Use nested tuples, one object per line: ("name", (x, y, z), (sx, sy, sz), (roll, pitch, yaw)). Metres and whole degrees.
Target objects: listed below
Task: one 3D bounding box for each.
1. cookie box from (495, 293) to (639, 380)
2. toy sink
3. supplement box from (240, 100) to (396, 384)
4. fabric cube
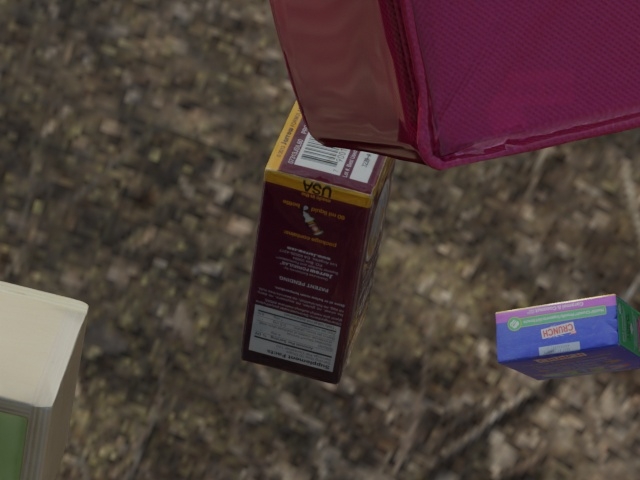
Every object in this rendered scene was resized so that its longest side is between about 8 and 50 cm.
("cookie box", (0.186, 0.072, 1.361), (0.107, 0.092, 0.040), (27, 57, -66))
("toy sink", (-0.307, 0.114, 1.395), (0.234, 0.152, 0.131), (14, 39, -1))
("supplement box", (0.000, 0.000, 1.379), (0.081, 0.188, 0.104), (15, 41, 7))
("fabric cube", (0.108, -0.174, 0.702), (0.259, 0.254, 0.258), (-12, 6, -6))
